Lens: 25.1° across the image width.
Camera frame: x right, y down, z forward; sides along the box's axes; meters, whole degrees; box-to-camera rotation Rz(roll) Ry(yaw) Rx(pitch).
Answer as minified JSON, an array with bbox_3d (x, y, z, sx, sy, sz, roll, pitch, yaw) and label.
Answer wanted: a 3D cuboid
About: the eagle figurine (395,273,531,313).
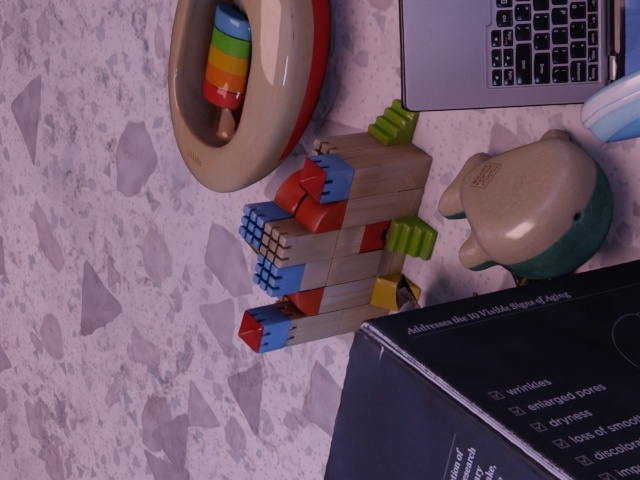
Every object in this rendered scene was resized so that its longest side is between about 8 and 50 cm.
[{"bbox_3d":[0.142,0.168,1.917,0.298,0.226,0.225,-10,105,60],"label":"eagle figurine"}]

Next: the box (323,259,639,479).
[{"bbox_3d":[0.333,0.271,1.505,0.472,0.480,0.297,38,126,41],"label":"box"}]

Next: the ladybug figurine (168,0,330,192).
[{"bbox_3d":[-0.099,-0.286,2.194,0.305,0.162,0.449,44,131,38],"label":"ladybug figurine"}]

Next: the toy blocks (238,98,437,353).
[{"bbox_3d":[0.000,0.000,2.053,0.191,0.261,0.381,41,128,40],"label":"toy blocks"}]

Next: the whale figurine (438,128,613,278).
[{"bbox_3d":[0.260,-0.039,1.821,0.216,0.141,0.272,-54,25,-9],"label":"whale figurine"}]

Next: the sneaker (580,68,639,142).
[{"bbox_3d":[0.441,-0.107,1.512,0.319,0.127,0.208,-18,87,30],"label":"sneaker"}]

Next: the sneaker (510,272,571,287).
[{"bbox_3d":[0.289,0.044,1.867,0.089,0.051,0.170,-29,80,51],"label":"sneaker"}]

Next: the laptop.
[{"bbox_3d":[0.302,-0.335,1.620,0.236,0.408,0.381,-117,24,-80],"label":"laptop"}]
